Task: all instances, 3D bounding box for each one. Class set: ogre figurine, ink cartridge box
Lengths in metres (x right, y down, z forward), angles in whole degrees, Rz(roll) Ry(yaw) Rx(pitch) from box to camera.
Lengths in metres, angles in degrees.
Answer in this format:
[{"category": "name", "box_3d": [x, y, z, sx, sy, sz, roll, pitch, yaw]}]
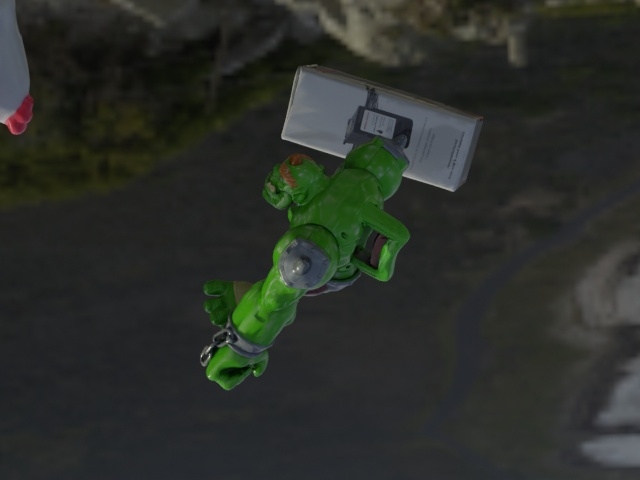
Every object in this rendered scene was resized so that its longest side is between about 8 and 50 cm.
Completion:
[{"category": "ogre figurine", "box_3d": [0.000, 0.000, 1.200, 0.197, 0.097, 0.118, -28, 165, -38]}, {"category": "ink cartridge box", "box_3d": [0.052, -0.094, 1.545, 0.150, 0.063, 0.109, 17, -172, 7]}]

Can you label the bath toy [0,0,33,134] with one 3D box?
[{"category": "bath toy", "box_3d": [-0.349, -0.090, 1.465, 0.151, 0.129, 0.348, -25, -171, 40]}]
